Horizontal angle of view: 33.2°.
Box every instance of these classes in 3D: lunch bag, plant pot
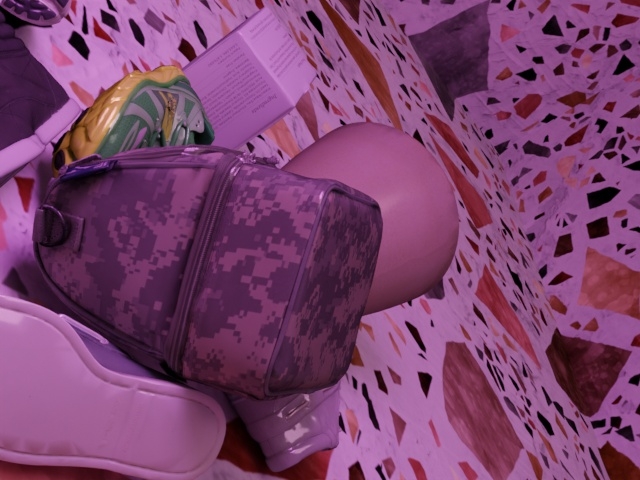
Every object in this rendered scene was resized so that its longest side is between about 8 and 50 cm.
[{"bbox_3d":[-0.100,0.017,1.025,0.305,0.256,0.212,9,94,-75],"label":"lunch bag"},{"bbox_3d":[0.000,0.000,1.354,0.274,0.256,0.256,-26,85,-53],"label":"plant pot"}]

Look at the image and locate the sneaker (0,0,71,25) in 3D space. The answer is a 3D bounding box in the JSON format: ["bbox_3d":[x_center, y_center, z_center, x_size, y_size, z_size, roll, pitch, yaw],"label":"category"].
[{"bbox_3d":[-0.377,-0.329,1.124,0.275,0.107,0.110,47,-8,-17],"label":"sneaker"}]

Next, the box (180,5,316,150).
[{"bbox_3d":[-0.118,-0.191,1.383,0.119,0.182,0.181,52,20,-12],"label":"box"}]

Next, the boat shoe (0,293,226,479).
[{"bbox_3d":[-0.219,0.118,0.868,0.099,0.116,0.319,16,-11,48],"label":"boat shoe"}]

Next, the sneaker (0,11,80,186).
[{"bbox_3d":[-0.312,-0.116,0.938,0.147,0.104,0.296,51,15,-17],"label":"sneaker"}]

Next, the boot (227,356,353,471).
[{"bbox_3d":[-0.015,0.186,1.246,0.258,0.095,0.123,-17,82,-61],"label":"boot"}]

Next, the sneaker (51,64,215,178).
[{"bbox_3d":[-0.179,-0.110,1.135,0.123,0.109,0.295,48,23,-4],"label":"sneaker"}]
